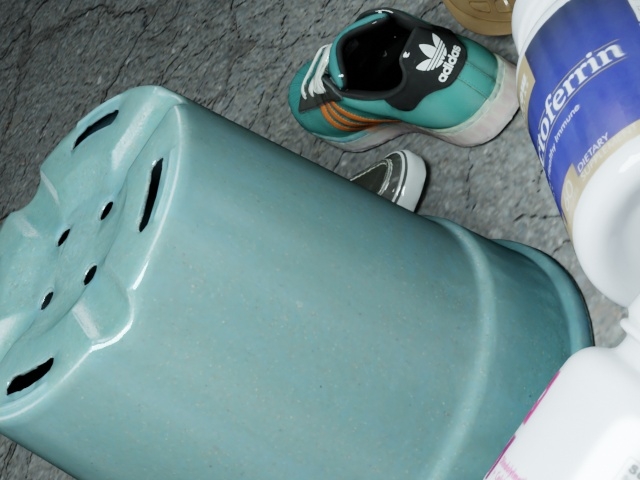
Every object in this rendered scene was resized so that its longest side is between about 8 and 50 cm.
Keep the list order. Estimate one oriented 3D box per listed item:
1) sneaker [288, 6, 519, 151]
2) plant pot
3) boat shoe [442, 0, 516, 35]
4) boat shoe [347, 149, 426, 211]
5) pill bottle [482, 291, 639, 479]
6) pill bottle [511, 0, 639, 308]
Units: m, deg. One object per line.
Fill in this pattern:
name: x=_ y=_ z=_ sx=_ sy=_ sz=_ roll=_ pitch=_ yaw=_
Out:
sneaker: x=0.043 y=-0.148 z=1.543 sx=0.302 sy=0.121 sz=0.108 roll=4 pitch=66 yaw=58
plant pot: x=-0.048 y=0.080 z=1.257 sx=0.341 sy=0.334 sz=0.341 roll=-38 pitch=36 yaw=34
boat shoe: x=0.229 y=-0.272 z=1.405 sx=0.123 sy=0.123 sz=0.342 roll=-28 pitch=-7 yaw=-44
boat shoe: x=0.000 y=0.000 z=1.523 sx=0.219 sy=0.070 sz=0.078 roll=-47 pitch=31 yaw=19
pill bottle: x=0.172 y=0.162 z=1.019 sx=0.283 sy=0.160 sz=0.160 roll=-56 pitch=29 yaw=4
pill bottle: x=0.215 y=-0.085 z=1.192 sx=0.153 sy=0.153 sz=0.264 roll=-45 pitch=31 yaw=23
